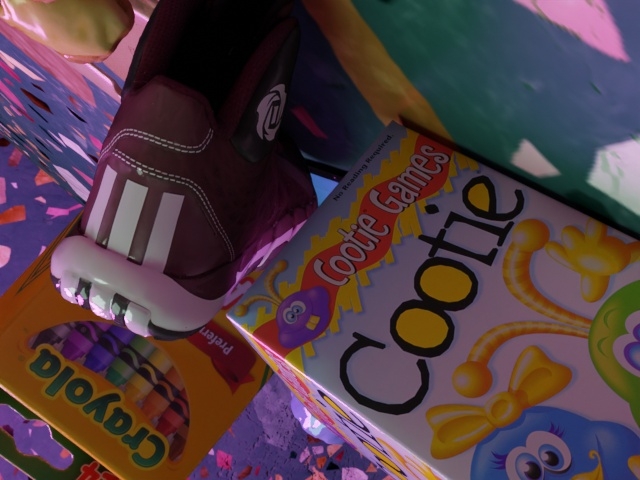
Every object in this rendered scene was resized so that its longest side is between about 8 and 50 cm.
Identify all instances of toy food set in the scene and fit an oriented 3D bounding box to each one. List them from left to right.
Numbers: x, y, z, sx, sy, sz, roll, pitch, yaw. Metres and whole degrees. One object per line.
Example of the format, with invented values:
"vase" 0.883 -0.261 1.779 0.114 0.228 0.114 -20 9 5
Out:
"toy food set" -0.116 -0.142 0.597 0.132 0.039 0.192 39 158 -17

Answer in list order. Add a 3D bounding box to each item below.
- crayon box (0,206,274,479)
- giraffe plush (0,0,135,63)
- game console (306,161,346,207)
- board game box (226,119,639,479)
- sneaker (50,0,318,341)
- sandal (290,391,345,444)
"crayon box" -0.139 0.070 0.722 0.202 0.318 0.081 45 166 -24
"giraffe plush" -0.221 -0.145 0.443 0.181 0.170 0.210 36 164 25
"game console" 0.000 0.000 0.660 0.071 0.107 0.122 14 -174 -37
"board game box" 0.113 0.081 0.430 0.275 0.144 0.142 31 164 32
"sneaker" -0.039 -0.069 0.483 0.106 0.163 0.281 21 -158 1
"sandal" 0.030 0.166 0.990 0.126 0.138 0.317 34 168 16
